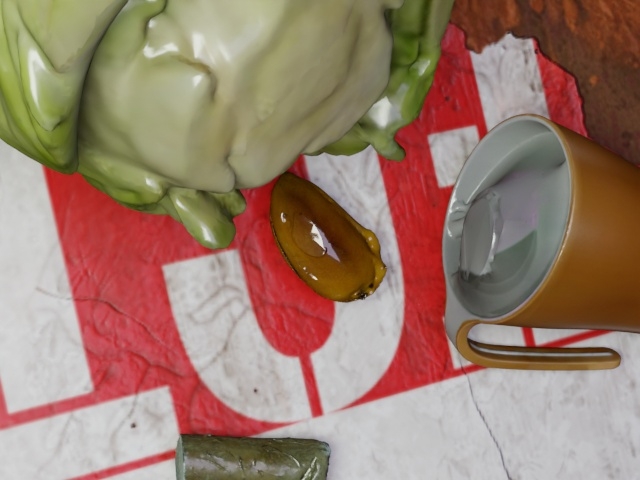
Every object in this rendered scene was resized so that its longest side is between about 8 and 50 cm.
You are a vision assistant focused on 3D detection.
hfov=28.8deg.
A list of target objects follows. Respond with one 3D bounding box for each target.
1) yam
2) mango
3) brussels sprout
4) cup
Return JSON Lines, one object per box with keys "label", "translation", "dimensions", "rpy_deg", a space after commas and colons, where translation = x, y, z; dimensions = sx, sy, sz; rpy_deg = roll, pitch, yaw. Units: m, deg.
{"label": "yam", "translation": [-0.056, 0.187, 1.023], "dimensions": [0.132, 0.054, 0.054], "rpy_deg": [8, 83, -20]}
{"label": "mango", "translation": [0.000, 0.000, 1.053], "dimensions": [0.127, 0.063, 0.077], "rpy_deg": [50, 35, -7]}
{"label": "brussels sprout", "translation": [-0.115, -0.217, 0.865], "dimensions": [0.361, 0.425, 0.342], "rpy_deg": [40, 91, 25]}
{"label": "cup", "translation": [0.235, 0.022, 1.104], "dimensions": [0.263, 0.182, 0.226], "rpy_deg": [14, 114, -26]}
